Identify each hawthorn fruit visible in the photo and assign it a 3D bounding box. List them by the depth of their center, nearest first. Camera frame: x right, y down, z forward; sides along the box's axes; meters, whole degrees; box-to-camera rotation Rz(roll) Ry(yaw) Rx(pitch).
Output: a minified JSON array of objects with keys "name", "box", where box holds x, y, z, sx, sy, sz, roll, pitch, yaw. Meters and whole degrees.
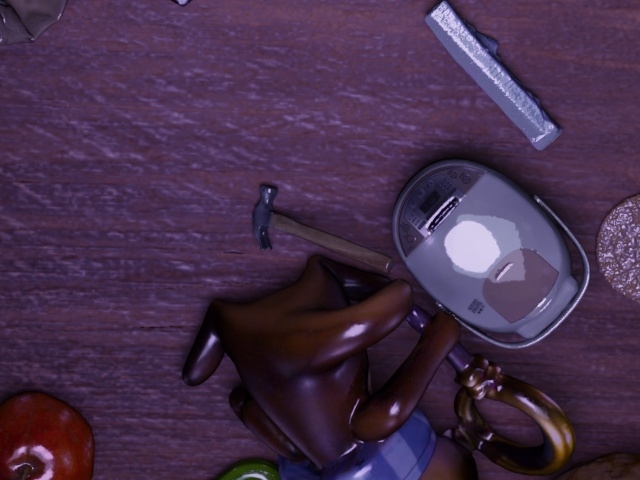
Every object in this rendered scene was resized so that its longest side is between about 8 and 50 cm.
[{"name":"hawthorn fruit","box":[-0.282,0.212,1.936,0.125,0.140,0.125,5,70,-15]}]

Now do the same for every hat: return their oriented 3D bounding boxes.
[{"name":"hat","box":[-0.323,-0.283,1.866,0.175,0.085,0.147,25,112,16]}]

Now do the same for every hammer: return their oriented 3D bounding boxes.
[{"name":"hammer","box":[0.000,0.000,1.892,0.017,0.182,0.062,4,105,-49]}]

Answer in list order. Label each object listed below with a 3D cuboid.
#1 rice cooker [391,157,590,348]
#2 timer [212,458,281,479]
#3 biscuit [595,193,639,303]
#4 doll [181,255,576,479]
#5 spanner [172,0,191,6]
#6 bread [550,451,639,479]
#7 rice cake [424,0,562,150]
[{"name":"rice cooker","box":[0.161,0.006,1.907,0.206,0.127,0.145,41,98,-13]},{"name":"timer","box":[-0.068,0.299,1.996,0.128,0.047,0.140,-37,100,7]},{"name":"biscuit","box":[0.337,0.007,1.967,0.120,0.015,0.120,0,102,-2]},{"name":"doll","box":[0.052,0.171,1.912,0.318,0.209,0.339,-25,102,31]},{"name":"spanner","box":[-0.232,-0.353,1.862,0.096,0.040,0.325,-40,99,7]},{"name":"bread","box":[0.304,0.320,1.977,0.230,0.123,0.230,-2,102,-7]},{"name":"rice cake","box":[0.172,-0.166,1.918,0.042,0.030,0.180,-41,100,11]}]
